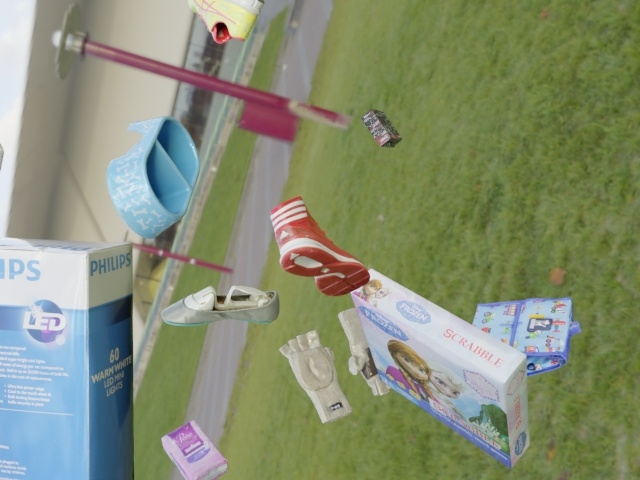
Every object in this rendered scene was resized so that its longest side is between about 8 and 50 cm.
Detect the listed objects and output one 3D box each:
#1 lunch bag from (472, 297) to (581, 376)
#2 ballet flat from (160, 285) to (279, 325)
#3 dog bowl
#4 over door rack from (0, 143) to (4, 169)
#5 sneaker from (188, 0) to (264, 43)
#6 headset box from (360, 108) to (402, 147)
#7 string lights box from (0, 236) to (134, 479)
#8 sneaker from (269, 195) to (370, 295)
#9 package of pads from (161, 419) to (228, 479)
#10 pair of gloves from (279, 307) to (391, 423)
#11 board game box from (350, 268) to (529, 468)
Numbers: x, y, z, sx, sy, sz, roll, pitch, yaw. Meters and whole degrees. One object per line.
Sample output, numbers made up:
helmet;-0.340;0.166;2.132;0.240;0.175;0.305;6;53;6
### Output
lunch bag;0.567;0.269;1.866;0.293;0.138;0.221;-16;27;34
ballet flat;-0.178;0.111;1.230;0.072;0.213;0.068;-115;30;-61
dog bowl;-0.312;-0.134;1.321;0.166;0.074;0.297;58;-158;-32
over door rack;-0.544;-0.134;0.790;0.324;0.239;0.108;43;130;36
sneaker;-0.188;-0.412;1.251;0.208;0.081;0.094;28;105;49
headset box;0.128;-0.226;1.396;0.032;0.083;0.062;-38;-13;28
string lights box;-0.225;0.131;0.543;0.077;0.133;0.260;-22;-65;-77
sneaker;0.000;0.000;1.041;0.221;0.087;0.128;39;-152;-58
package of pads;-0.155;0.266;0.844;0.083;0.050;0.032;37;141;40
pair of gloves;0.052;0.267;1.481;0.204;0.240;0.042;57;148;18
board game box;0.218;0.232;1.221;0.066;0.318;0.318;-44;-40;-22
